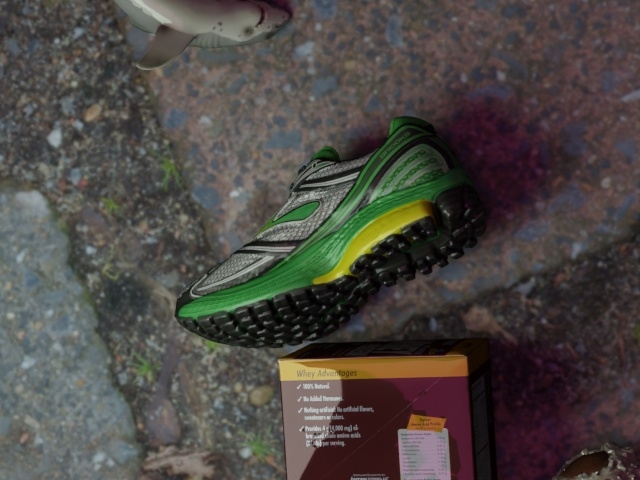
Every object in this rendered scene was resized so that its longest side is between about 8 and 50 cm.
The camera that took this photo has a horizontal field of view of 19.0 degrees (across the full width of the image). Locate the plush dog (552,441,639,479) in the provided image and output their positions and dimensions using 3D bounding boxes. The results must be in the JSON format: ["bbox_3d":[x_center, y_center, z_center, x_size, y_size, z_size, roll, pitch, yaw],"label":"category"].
[{"bbox_3d":[0.333,0.339,1.808,0.225,0.262,0.211,-5,127,24],"label":"plush dog"}]

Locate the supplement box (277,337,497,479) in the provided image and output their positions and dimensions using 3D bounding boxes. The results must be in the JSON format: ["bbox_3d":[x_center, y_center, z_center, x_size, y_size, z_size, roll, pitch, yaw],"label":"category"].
[{"bbox_3d":[0.069,0.201,1.888,0.191,0.129,0.194,-2,94,15],"label":"supplement box"}]

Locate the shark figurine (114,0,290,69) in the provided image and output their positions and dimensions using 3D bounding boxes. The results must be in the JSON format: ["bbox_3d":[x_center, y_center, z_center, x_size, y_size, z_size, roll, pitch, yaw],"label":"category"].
[{"bbox_3d":[-0.187,-0.265,1.938,0.278,0.116,0.166,45,69,-1],"label":"shark figurine"}]

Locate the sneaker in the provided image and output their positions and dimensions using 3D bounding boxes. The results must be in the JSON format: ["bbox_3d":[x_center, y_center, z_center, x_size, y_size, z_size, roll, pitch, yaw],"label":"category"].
[{"bbox_3d":[0.000,0.000,1.910,0.343,0.134,0.146,-29,61,18],"label":"sneaker"}]
